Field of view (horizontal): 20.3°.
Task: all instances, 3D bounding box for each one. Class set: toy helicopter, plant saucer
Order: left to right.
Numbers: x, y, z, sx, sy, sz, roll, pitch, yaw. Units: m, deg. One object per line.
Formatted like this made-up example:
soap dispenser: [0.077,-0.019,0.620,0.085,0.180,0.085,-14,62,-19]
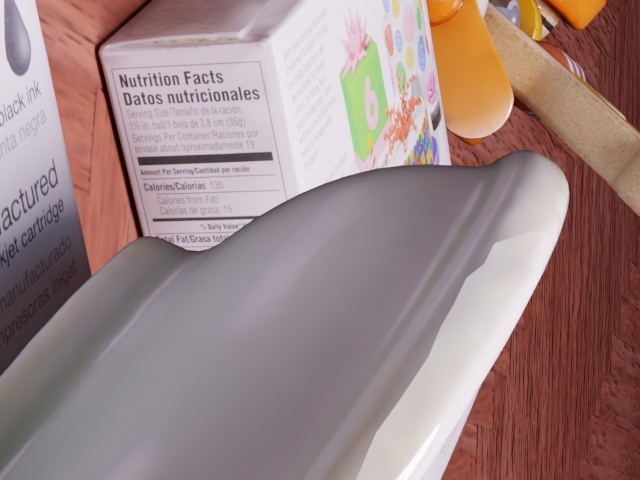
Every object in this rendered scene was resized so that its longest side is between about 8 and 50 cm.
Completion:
plant saucer: [-0.082,0.110,0.566,0.400,0.100,0.400,-52,180,-1]
toy helicopter: [0.136,-0.105,1.114,0.235,0.140,0.355,34,12,-46]

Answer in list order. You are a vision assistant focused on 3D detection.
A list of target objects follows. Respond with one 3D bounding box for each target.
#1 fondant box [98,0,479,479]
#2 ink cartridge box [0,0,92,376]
fondant box: [0.000,0.000,0.990,0.238,0.096,0.330,-56,142,-57]
ink cartridge box: [-0.178,-0.073,0.467,0.211,0.121,0.289,-53,139,-59]
